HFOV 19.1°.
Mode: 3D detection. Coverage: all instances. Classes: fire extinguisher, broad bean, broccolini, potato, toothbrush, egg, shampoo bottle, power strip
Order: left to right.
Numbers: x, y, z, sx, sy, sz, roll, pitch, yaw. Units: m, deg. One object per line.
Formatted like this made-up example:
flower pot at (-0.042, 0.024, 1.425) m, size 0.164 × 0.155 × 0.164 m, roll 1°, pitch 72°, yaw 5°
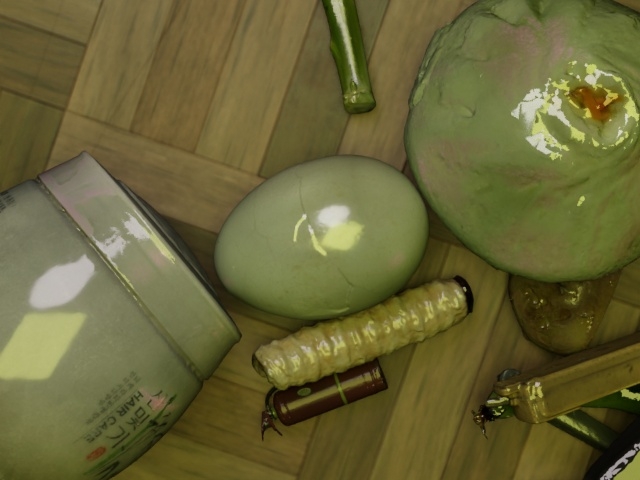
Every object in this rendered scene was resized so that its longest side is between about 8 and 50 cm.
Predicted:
shampoo bottle at (-0.233, 0.078, 1.736) m, size 0.266 × 0.273 × 0.273 m, roll -38°, pitch 91°, yaw -4°
fire extinguisher at (-0.002, 0.149, 1.849) m, size 0.132 × 0.039 × 0.056 m, roll -21°, pitch 58°, yaw 2°
egg at (0.000, 0.000, 1.788) m, size 0.209 × 0.151 × 0.151 m, roll -18°, pitch 91°, yaw 9°
broccolini at (0.013, -0.318, 1.816) m, size 0.079 × 0.074 × 0.392 m, roll -12°, pitch 90°, yaw 9°
potato at (0.241, 0.024, 1.815) m, size 0.100 × 0.089 × 0.172 m, roll 24°, pitch 92°, yaw 1°
broad bean at (0.251, 0.151, 1.829) m, size 0.227 × 0.039 × 0.069 m, roll -6°, pitch 63°, yaw -12°
toothbrush at (0.301, 0.207, 1.850) m, size 0.297 × 0.030 × 0.030 m, roll 30°, pitch 68°, yaw 2°
power strip at (0.295, 0.113, 1.793) m, size 0.305 × 0.064 × 0.044 m, roll -18°, pitch 97°, yaw -16°

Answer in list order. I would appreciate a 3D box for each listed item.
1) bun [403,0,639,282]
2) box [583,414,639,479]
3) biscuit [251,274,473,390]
bun at (0.223, -0.114, 1.733) m, size 0.293 × 0.187 × 0.293 m, roll 1°, pitch 69°, yaw -3°
box at (0.460, 0.243, 1.785) m, size 0.350 × 0.091 × 0.359 m, roll -44°, pitch 104°, yaw -2°
biscuit at (0.042, 0.089, 1.824) m, size 0.219 × 0.061 × 0.055 m, roll -19°, pitch 93°, yaw -11°
